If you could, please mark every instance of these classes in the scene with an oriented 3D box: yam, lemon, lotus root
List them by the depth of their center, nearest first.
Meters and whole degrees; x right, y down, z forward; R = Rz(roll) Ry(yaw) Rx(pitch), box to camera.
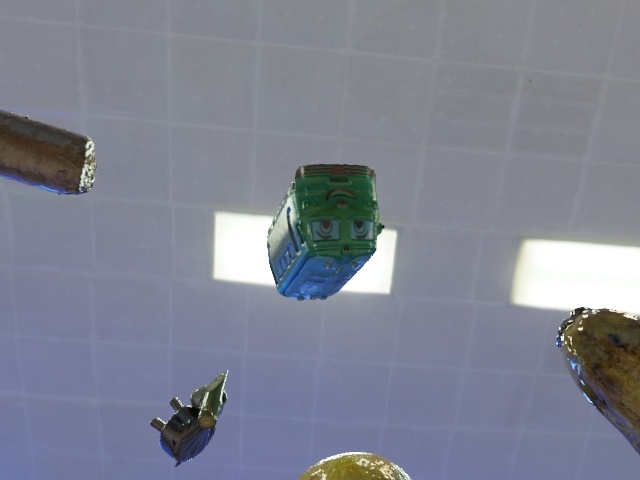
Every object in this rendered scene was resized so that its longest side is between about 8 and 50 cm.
[{"bbox_3d":[0.332,0.161,0.552,0.110,0.097,0.258,-32,-111,-23],"label":"lotus root"},{"bbox_3d":[0.057,0.456,0.952,0.253,0.228,0.228,-34,-74,2],"label":"lemon"},{"bbox_3d":[-0.566,-0.174,1.192,0.238,0.128,0.129,15,-44,0],"label":"yam"}]

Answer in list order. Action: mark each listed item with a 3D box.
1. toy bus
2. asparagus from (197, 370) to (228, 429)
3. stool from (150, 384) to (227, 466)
[{"bbox_3d":[0.000,0.000,1.266,0.183,0.343,0.200,-1,-111,-16],"label":"toy bus"},{"bbox_3d":[-0.235,0.343,1.325,0.045,0.178,0.041,12,-65,-5],"label":"asparagus"},{"bbox_3d":[-0.308,0.423,1.412,0.121,0.125,0.217,34,-84,31],"label":"stool"}]
